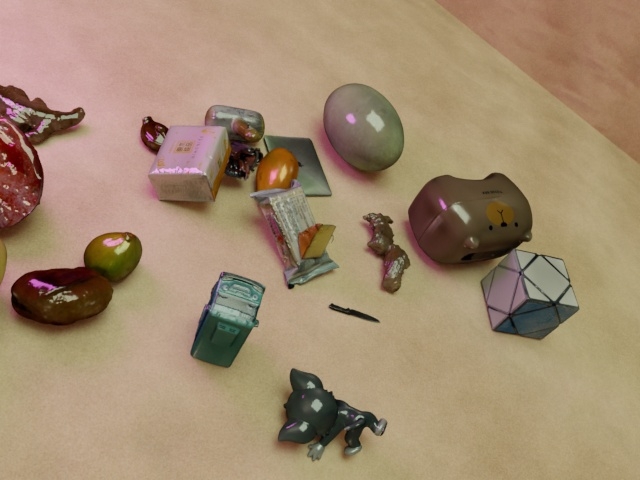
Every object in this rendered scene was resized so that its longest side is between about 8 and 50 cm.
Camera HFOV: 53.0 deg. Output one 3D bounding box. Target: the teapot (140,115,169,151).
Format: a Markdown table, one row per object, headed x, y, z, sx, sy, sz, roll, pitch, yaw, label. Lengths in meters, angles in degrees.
| x | y | z | sx | sy | sz | roll | pitch | yaw | label |
| --- | --- | --- | --- | --- | --- | --- | --- | --- | --- |
| -0.512 | -0.336 | 2.009 | 0.098 | 0.078 | 0.129 | -24 | 67 | -38 | teapot |

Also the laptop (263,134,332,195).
| x | y | z | sx | sy | sz | roll | pitch | yaw | label |
| --- | --- | --- | --- | --- | --- | --- | --- | --- | --- |
| -0.079 | -0.257 | 2.201 | 0.187 | 0.015 | 0.269 | -2 | 55 | -28 | laptop |

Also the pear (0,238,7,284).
| x | y | z | sx | sy | sz | roll | pitch | yaw | label |
| --- | --- | --- | --- | --- | --- | --- | --- | --- | --- |
| -0.841 | 0.062 | 1.390 | 0.309 | 0.309 | 0.309 | 13 | 49 | -16 | pear |

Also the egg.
| x | y | z | sx | sy | sz | roll | pitch | yaw | label |
| --- | --- | --- | --- | --- | --- | --- | --- | --- | --- |
| 0.151 | -0.399 | 2.266 | 0.258 | 0.258 | 0.352 | -10 | 62 | -32 | egg |

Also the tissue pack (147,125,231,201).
| x | y | z | sx | sy | sz | roll | pitch | yaw | label |
| --- | --- | --- | --- | --- | --- | --- | --- | --- | --- |
| -0.384 | -0.234 | 1.922 | 0.185 | 0.124 | 0.225 | 1 | 48 | 11 | tissue pack |

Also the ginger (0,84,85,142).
| x | y | z | sx | sy | sz | roll | pitch | yaw | label |
| --- | --- | --- | --- | --- | --- | --- | --- | --- | --- |
| -0.876 | -0.371 | 1.866 | 0.333 | 0.080 | 0.166 | 21 | 62 | -18 | ginger |

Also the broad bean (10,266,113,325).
| x | y | z | sx | sy | sz | roll | pitch | yaw | label |
| --- | --- | --- | --- | --- | --- | --- | --- | --- | --- |
| -0.624 | 0.132 | 1.554 | 0.228 | 0.122 | 0.156 | -1 | 29 | -34 | broad bean |

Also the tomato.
| x | y | z | sx | sy | sz | roll | pitch | yaw | label |
| --- | --- | --- | --- | --- | --- | --- | --- | --- | --- |
| -0.849 | -0.170 | 1.655 | 0.309 | 0.170 | 0.309 | 0 | 89 | -15 | tomato |

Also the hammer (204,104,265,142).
| x | y | z | sx | sy | sz | roll | pitch | yaw | label |
| --- | --- | --- | --- | --- | --- | --- | --- | --- | --- |
| -0.254 | -0.358 | 2.053 | 0.202 | 0.113 | 0.305 | 3 | 17 | -21 | hammer |

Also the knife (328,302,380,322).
| x | y | z | sx | sy | sz | roll | pitch | yaw | label |
| --- | --- | --- | --- | --- | --- | --- | --- | --- | --- |
| 0.103 | 0.217 | 1.915 | 0.170 | 0.010 | 0.023 | 20 | 54 | -13 | knife |

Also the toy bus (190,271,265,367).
| x | y | z | sx | sy | sz | roll | pitch | yaw | label |
| --- | --- | --- | --- | --- | --- | --- | --- | --- | --- |
| -0.234 | 0.202 | 1.595 | 0.128 | 0.256 | 0.147 | 19 | 51 | -11 | toy bus |

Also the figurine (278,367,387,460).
| x | y | z | sx | sy | sz | roll | pitch | yaw | label |
| --- | --- | --- | --- | --- | --- | --- | --- | --- | --- |
| 0.026 | 0.456 | 1.602 | 0.265 | 0.140 | 0.193 | 14 | 64 | 15 | figurine |

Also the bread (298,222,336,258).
| x | y | z | sx | sy | sz | roll | pitch | yaw | label |
| --- | --- | --- | --- | --- | --- | --- | --- | --- | --- |
| 0.000 | 0.000 | 1.862 | 0.084 | 0.109 | 0.080 | 1 | 72 | -40 | bread |

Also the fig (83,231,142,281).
| x | y | z | sx | sy | sz | roll | pitch | yaw | label |
| --- | --- | --- | --- | --- | --- | --- | --- | --- | --- |
| -0.539 | 0.040 | 1.672 | 0.153 | 0.121 | 0.136 | -35 | 63 | -17 | fig |

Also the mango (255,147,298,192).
| x | y | z | sx | sy | sz | roll | pitch | yaw | label |
| --- | --- | --- | --- | --- | --- | --- | --- | --- | --- |
| -0.142 | -0.196 | 2.047 | 0.112 | 0.145 | 0.219 | 38 | 54 | -43 | mango |

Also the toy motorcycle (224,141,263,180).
| x | y | z | sx | sy | sz | roll | pitch | yaw | label |
| --- | --- | --- | --- | --- | --- | --- | --- | --- | --- |
| -0.246 | -0.256 | 2.065 | 0.118 | 0.084 | 0.212 | 15 | 33 | -10 | toy motorcycle |

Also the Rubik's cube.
| x | y | z | sx | sy | sz | roll | pitch | yaw | label |
| --- | --- | --- | --- | --- | --- | --- | --- | --- | --- |
| 0.678 | 0.177 | 2.095 | 0.205 | 0.205 | 0.207 | 11 | 51 | -18 | Rubik's cube |

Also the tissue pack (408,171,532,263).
| x | y | z | sx | sy | sz | roll | pitch | yaw | label |
| --- | --- | --- | --- | --- | --- | --- | --- | --- | --- |
| 0.513 | -0.061 | 2.161 | 0.387 | 0.267 | 0.277 | -4 | 59 | -29 | tissue pack |

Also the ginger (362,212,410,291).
| x | y | z | sx | sy | sz | roll | pitch | yaw | label |
| --- | --- | --- | --- | --- | --- | --- | --- | --- | --- |
| 0.215 | 0.030 | 2.068 | 0.122 | 0.084 | 0.290 | 8 | 51 | -29 | ginger |

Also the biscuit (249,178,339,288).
| x | y | z | sx | sy | sz | roll | pitch | yaw | label |
| --- | --- | --- | --- | --- | --- | --- | --- | --- | --- |
| -0.080 | -0.026 | 1.928 | 0.186 | 0.079 | 0.309 | -23 | 90 | -33 | biscuit |
